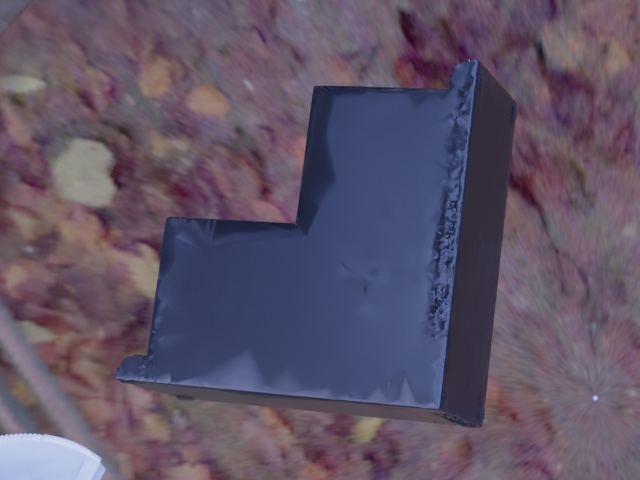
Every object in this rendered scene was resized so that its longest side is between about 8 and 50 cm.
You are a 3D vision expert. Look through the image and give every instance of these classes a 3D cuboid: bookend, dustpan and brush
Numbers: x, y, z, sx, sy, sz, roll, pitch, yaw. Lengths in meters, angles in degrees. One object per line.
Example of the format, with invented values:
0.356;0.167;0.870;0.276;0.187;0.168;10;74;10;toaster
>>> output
0.000;0.000;0.852;0.157;0.072;0.156;3;79;21;bookend
-0.237;0.174;1.097;0.211;0.060;0.147;-6;50;48;dustpan and brush

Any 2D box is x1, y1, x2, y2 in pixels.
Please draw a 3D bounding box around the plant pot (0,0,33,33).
-0.390;-0.304;1.462;0.323;0.280;0.323;0;92;10;plant pot
